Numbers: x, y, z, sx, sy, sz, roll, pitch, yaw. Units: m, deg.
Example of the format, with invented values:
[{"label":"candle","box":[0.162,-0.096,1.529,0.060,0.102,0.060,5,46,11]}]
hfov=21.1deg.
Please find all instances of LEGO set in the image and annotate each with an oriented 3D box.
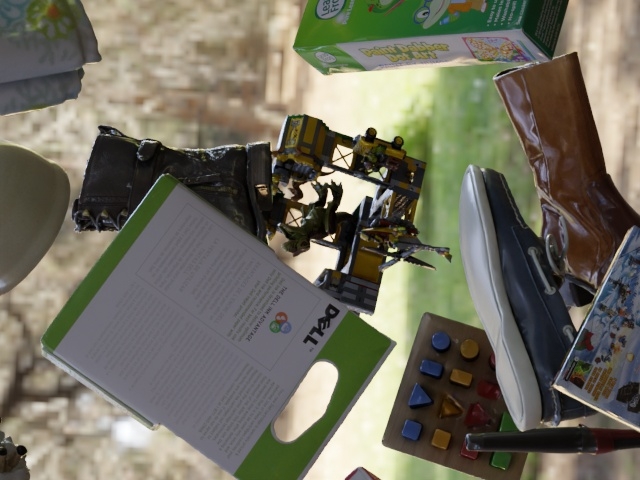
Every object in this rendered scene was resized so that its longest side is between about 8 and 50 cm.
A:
[{"label":"LEGO set","box":[0.000,0.000,2.217,0.331,0.255,0.192,-37,35,59]}]

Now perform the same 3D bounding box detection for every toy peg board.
[{"label":"toy peg board","box":[0.166,0.175,1.906,0.079,0.160,0.161,68,-139,-80]}]

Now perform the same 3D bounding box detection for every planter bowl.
[{"label":"planter bowl","box":[-0.337,-0.036,1.654,0.109,0.162,0.162,39,-144,-36]}]

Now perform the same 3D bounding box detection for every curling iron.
[{"label":"curling iron","box":[0.287,0.198,1.818,0.035,0.274,0.068,-134,37,-82]}]

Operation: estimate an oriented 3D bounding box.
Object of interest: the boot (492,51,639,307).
[{"label":"boot","box":[0.309,-0.069,1.833,0.264,0.096,0.280,7,114,66]}]

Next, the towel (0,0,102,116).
[{"label":"towel","box":[-0.395,-0.222,1.388,0.090,0.374,0.320,107,144,-47]}]

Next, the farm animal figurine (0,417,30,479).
[{"label":"farm animal figurine","box":[-0.370,0.403,1.927,0.330,0.327,0.172,-47,-9,-44]}]

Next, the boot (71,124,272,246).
[{"label":"boot","box":[-0.172,-0.019,1.973,0.091,0.229,0.263,89,-178,-54]}]

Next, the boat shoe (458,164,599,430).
[{"label":"boat shoe","box":[0.176,0.041,1.460,0.095,0.079,0.254,92,167,-52]}]

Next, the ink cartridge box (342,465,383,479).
[{"label":"ink cartridge box","box":[0.050,0.240,0.995,0.127,0.128,0.176,47,-177,38]}]

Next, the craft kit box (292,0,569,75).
[{"label":"craft kit box","box":[0.115,-0.266,1.467,0.061,0.246,0.250,34,-115,-41]}]

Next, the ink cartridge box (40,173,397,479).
[{"label":"ink cartridge box","box":[-0.093,0.094,1.523,0.189,0.255,0.097,-54,2,-12]}]

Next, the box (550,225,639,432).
[{"label":"box","box":[0.245,0.070,1.287,0.137,0.094,0.027,-62,-4,-9]}]
